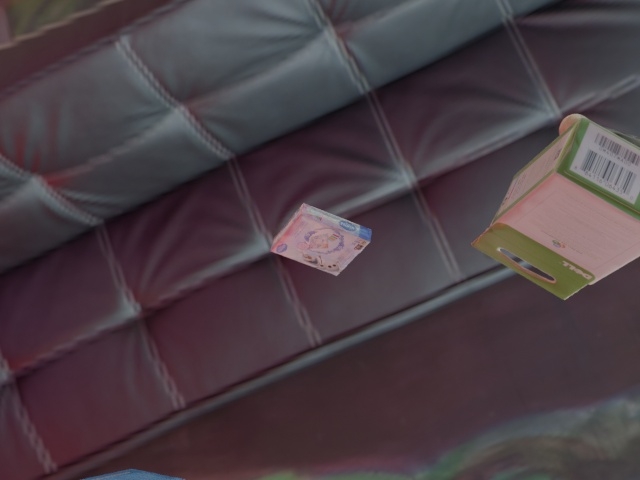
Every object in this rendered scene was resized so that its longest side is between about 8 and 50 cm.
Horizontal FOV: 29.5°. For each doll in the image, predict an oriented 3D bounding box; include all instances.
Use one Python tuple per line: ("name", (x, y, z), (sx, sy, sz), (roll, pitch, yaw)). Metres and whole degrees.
("doll", (0.357, -0.096, 1.361), (0.129, 0.189, 0.046), (-56, 164, -75))

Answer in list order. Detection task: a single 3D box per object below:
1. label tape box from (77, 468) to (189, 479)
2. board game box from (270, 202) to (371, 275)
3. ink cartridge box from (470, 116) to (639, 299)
("label tape box", (-0.117, 0.252, 0.796), (0.348, 0.115, 0.249), (3, -175, 44))
("board game box", (0.000, 0.000, 1.428), (0.090, 0.020, 0.090), (20, 144, -18))
("ink cartridge box", (0.222, -0.023, 1.066), (0.109, 0.062, 0.209), (29, 159, -3))
